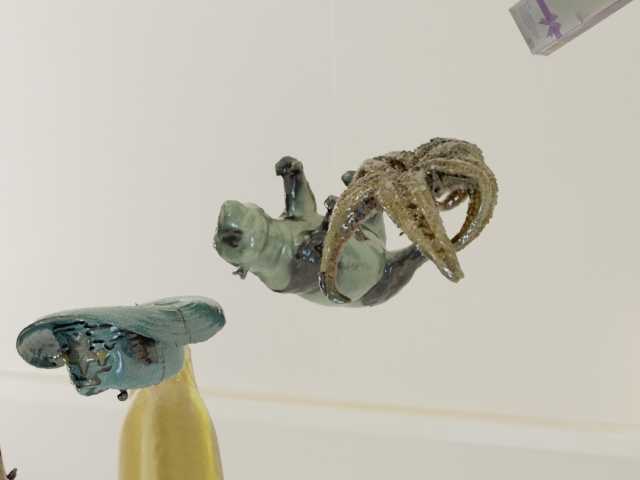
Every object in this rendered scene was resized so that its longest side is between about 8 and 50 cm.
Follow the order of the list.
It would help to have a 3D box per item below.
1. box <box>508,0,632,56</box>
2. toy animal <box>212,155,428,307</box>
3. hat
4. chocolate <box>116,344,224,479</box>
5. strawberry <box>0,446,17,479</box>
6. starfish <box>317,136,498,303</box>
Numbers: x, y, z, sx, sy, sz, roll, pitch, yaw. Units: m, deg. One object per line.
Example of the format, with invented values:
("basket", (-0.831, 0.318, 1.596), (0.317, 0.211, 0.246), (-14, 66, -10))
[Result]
("box", (0.219, -0.204, 0.938), (0.036, 0.117, 0.050), (-15, -106, -56))
("toy animal", (0.000, 0.000, 1.016), (0.225, 0.094, 0.121), (11, -61, -49))
("hat", (-0.157, 0.089, 0.901), (0.191, 0.138, 0.078), (-3, -96, -65))
("chocolate", (-0.192, 0.309, 1.487), (0.445, 0.162, 0.162), (-102, 4, -49))
("strawberry", (-0.391, 0.181, 0.893), (0.220, 0.274, 0.274), (-54, -33, -58))
("starfish", (0.061, -0.017, 0.826), (0.190, 0.146, 0.074), (-91, -22, -70))
